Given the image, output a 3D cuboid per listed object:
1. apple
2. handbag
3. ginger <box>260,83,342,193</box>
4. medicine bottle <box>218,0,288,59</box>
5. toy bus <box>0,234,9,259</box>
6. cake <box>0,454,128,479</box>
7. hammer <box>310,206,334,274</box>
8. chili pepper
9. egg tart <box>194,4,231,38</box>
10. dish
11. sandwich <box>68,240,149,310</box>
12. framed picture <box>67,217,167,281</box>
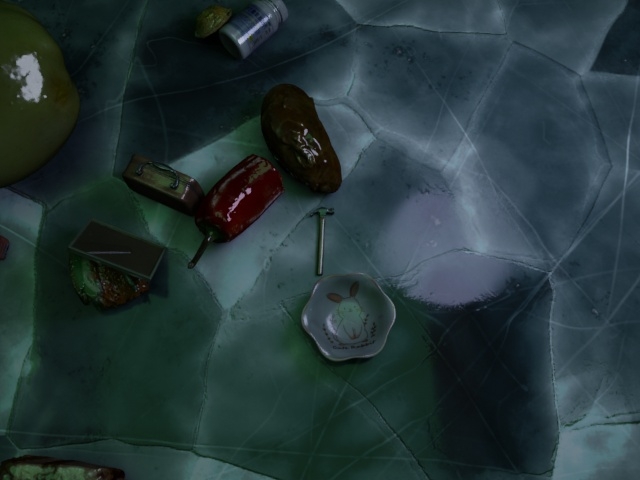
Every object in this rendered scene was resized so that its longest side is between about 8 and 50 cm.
[{"bbox_3d":[-0.799,-0.335,1.458,0.473,0.473,0.474,1,74,-2],"label":"apple"},{"bbox_3d":[-0.396,-0.141,1.571,0.193,0.151,0.072,25,76,6],"label":"handbag"},{"bbox_3d":[-0.061,-0.262,1.619,0.165,0.172,0.321,-32,77,30],"label":"ginger"},{"bbox_3d":[-0.184,-0.597,1.738,0.103,0.103,0.186,43,77,9],"label":"medicine bottle"},{"bbox_3d":[-0.896,-0.006,1.537,0.235,0.096,0.073,12,74,0],"label":"toy bus"},{"bbox_3d":[-0.538,0.575,1.336,0.293,0.199,0.196,9,71,-1],"label":"cake"},{"bbox_3d":[0.000,0.000,1.618,0.062,0.017,0.182,4,74,-1],"label":"hammer"},{"bbox_3d":[-0.240,-0.062,1.561,0.131,0.134,0.338,32,70,22],"label":"chili pepper"},{"bbox_3d":[-0.302,-0.612,1.733,0.129,0.129,0.049,-47,125,-14],"label":"egg tart"},{"bbox_3d":[0.066,0.193,1.533,0.229,0.081,0.229,0,70,-1],"label":"dish"},{"bbox_3d":[-0.522,0.069,1.527,0.160,0.109,0.185,-20,71,-12],"label":"sandwich"},{"bbox_3d":[-0.487,0.021,1.518,0.203,0.150,0.015,22,118,-10],"label":"framed picture"}]
